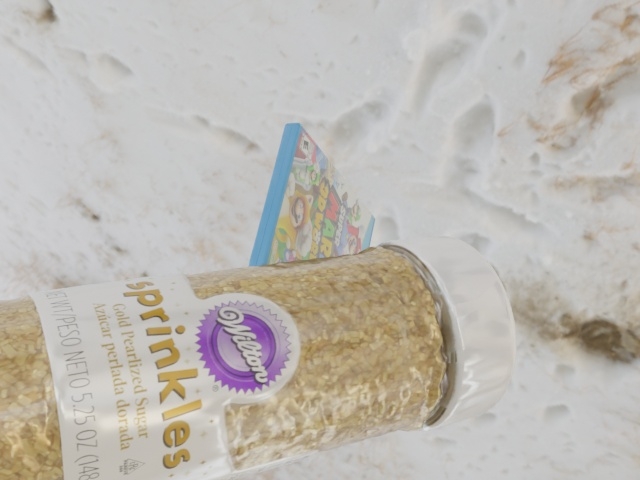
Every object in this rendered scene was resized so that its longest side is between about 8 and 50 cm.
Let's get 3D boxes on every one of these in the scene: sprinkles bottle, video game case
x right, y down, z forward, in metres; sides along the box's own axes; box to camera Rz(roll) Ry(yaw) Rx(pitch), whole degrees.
[{"bbox_3d":[-0.063,0.075,0.413,0.121,0.356,0.121,23,116,58],"label":"sprinkles bottle"},{"bbox_3d":[0.000,0.000,0.598,0.015,0.119,0.166,2,158,26],"label":"video game case"}]
